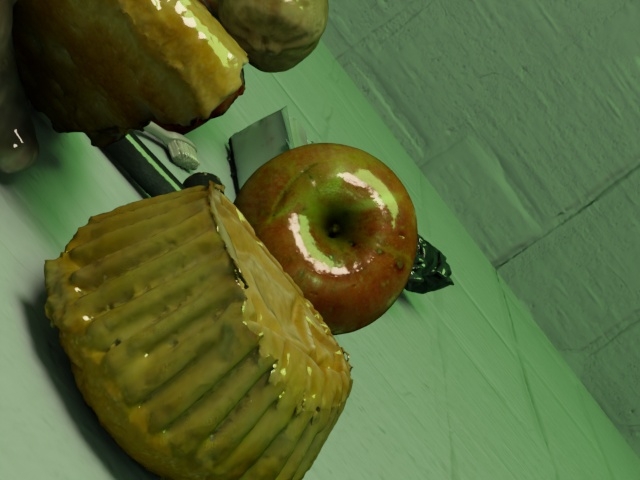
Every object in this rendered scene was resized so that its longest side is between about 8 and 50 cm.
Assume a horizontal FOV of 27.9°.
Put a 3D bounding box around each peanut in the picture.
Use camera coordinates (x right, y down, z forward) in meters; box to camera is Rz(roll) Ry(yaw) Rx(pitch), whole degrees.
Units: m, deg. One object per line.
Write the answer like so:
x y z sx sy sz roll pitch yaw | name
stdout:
-0.058 -0.267 1.464 0.122 0.137 0.253 12 20 -10 | peanut

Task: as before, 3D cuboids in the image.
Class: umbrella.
0.124 0.026 1.932 0.143 0.094 0.349 50 8 12 | umbrella

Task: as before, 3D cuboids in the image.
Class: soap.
-0.036 -0.058 1.553 0.145 0.091 0.230 52 11 -25 | soap

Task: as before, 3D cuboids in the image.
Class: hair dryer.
-0.155 -0.052 1.181 0.195 0.050 0.173 43 14 -28 | hair dryer

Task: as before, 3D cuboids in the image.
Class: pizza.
-0.198 -0.189 1.001 0.409 0.114 0.278 37 -20 36 | pizza

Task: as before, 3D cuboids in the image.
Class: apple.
0.000 0.000 1.284 0.196 0.196 0.196 51 12 -15 | apple

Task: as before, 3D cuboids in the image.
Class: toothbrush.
-0.195 -0.122 1.263 0.307 0.025 0.029 31 33 -63 | toothbrush

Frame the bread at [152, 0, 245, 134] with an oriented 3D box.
-0.211 -0.268 1.402 0.328 0.114 0.295 51 9 -10 | bread

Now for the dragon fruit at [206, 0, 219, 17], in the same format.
-0.166 -0.412 1.660 0.290 0.189 0.290 46 -17 18 | dragon fruit

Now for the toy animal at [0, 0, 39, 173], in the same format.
-0.253 -0.178 0.830 0.308 0.188 0.266 42 6 -30 | toy animal

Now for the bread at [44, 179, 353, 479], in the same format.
-0.075 0.071 0.889 0.240 0.139 0.240 54 11 -15 | bread
